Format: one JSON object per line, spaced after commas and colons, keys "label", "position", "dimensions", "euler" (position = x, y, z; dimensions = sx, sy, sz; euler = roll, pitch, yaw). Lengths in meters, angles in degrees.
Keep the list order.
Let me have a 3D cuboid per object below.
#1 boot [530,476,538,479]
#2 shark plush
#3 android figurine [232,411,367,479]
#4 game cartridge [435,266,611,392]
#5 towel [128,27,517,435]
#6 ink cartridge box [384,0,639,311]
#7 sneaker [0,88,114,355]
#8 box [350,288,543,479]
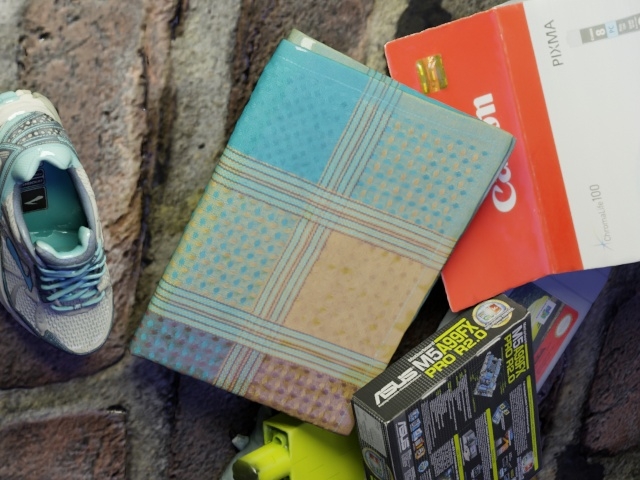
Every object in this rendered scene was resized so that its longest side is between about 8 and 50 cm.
{"label": "boot", "position": [0.240, 0.408, 1.800], "dimensions": [0.236, 0.269, 0.089], "euler": [-46, 131, 0]}
{"label": "shark plush", "position": [-0.074, 0.231, 1.641], "dimensions": [0.067, 0.073, 0.161], "euler": [12, 121, -3]}
{"label": "android figurine", "position": [0.016, 0.255, 1.659], "dimensions": [0.273, 0.056, 0.248], "euler": [-19, 115, -42]}
{"label": "game cartridge", "position": [0.216, 0.111, 1.710], "dimensions": [0.196, 0.060, 0.294], "euler": [28, 95, -47]}
{"label": "towel", "position": [0.000, 0.000, 1.493], "dimensions": [0.271, 0.040, 0.370], "euler": [24, 102, -19]}
{"label": "ink cartridge box", "position": [0.287, -0.118, 1.549], "dimensions": [0.385, 0.091, 0.308], "euler": [-19, 105, -17]}
{"label": "sneaker", "position": [-0.248, 0.009, 1.345], "dimensions": [0.110, 0.122, 0.283], "euler": [-25, 128, -17]}
{"label": "box", "position": [0.148, 0.216, 1.627], "dimensions": [0.216, 0.060, 0.270], "euler": [-35, 137, -24]}
